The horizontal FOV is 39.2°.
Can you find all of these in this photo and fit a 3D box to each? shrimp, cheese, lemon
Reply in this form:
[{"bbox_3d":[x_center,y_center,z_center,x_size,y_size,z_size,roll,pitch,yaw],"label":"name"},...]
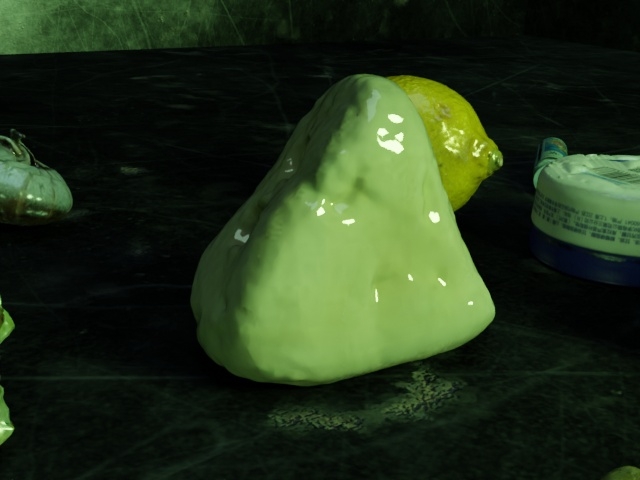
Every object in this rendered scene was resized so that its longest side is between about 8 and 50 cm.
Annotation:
[{"bbox_3d":[-0.440,-0.094,1.121,0.343,0.116,0.145,22,26,30],"label":"shrimp"},{"bbox_3d":[-0.001,0.000,0.760,0.248,0.251,0.174,-23,27,-20],"label":"cheese"},{"bbox_3d":[0.102,-0.111,1.120,0.257,0.188,0.188,8,19,33],"label":"lemon"}]

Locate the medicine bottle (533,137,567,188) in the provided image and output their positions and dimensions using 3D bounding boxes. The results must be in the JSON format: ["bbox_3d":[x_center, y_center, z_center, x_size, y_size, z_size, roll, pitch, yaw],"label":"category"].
[{"bbox_3d":[0.349,-0.114,1.363,0.051,0.051,0.191,7,21,13],"label":"medicine bottle"}]

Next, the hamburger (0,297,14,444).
[{"bbox_3d":[-0.336,0.074,0.557,0.288,0.167,0.192,-16,27,-42],"label":"hamburger"}]

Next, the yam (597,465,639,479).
[{"bbox_3d":[0.107,0.187,0.449,0.061,0.061,0.253,18,25,39],"label":"yam"}]

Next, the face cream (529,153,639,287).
[{"bbox_3d":[0.348,-0.031,1.032,0.206,0.111,0.206,2,17,-1],"label":"face cream"}]
